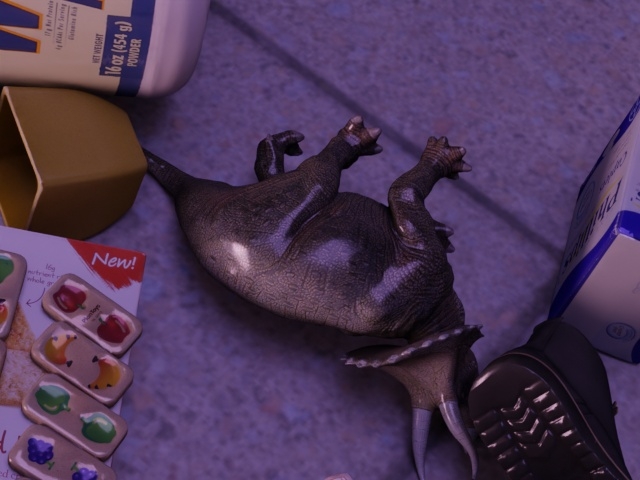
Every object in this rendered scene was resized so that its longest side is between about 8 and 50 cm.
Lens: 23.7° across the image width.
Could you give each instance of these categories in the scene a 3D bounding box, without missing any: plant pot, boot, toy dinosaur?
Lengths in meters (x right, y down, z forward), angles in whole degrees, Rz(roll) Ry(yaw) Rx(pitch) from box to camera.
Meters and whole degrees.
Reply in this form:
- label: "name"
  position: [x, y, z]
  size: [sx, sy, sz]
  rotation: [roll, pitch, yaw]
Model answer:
- label: "plant pot"
  position: [-0.160, -0.048, 0.984]
  size: [0.083, 0.081, 0.081]
  rotation: [-8, 59, -29]
- label: "boot"
  position: [0.176, 0.143, 0.947]
  size: [0.198, 0.077, 0.137]
  rotation: [65, 25, -3]
- label: "toy dinosaur"
  position: [0.000, 0.000, 0.966]
  size: [0.313, 0.121, 0.160]
  rotation: [30, 48, 4]

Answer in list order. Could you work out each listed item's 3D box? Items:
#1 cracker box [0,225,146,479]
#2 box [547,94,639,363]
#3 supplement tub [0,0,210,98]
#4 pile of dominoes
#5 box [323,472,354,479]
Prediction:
- label: "cracker box"
  position: [-0.195, 0.102, 0.878]
  size: [0.155, 0.067, 0.232]
  rotation: [10, 54, -8]
- label: "box"
  position: [0.217, -0.011, 1.024]
  size: [0.072, 0.126, 0.137]
  rotation: [21, 54, -1]
- label: "supplement tub"
  position: [-0.237, -0.219, 0.982]
  size: [0.324, 0.235, 0.235]
  rotation: [3, 56, -12]
- label: "pile of dominoes"
  position: [-0.200, 0.097, 0.811]
  size: [0.196, 0.040, 0.251]
  rotation: [13, 55, -8]
- label: "box"
  position: [-0.074, 0.266, 0.745]
  size: [0.300, 0.154, 0.142]
  rotation: [-29, 67, -30]
